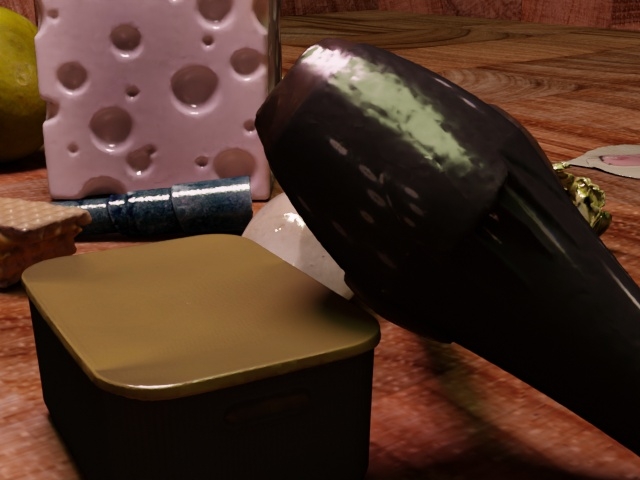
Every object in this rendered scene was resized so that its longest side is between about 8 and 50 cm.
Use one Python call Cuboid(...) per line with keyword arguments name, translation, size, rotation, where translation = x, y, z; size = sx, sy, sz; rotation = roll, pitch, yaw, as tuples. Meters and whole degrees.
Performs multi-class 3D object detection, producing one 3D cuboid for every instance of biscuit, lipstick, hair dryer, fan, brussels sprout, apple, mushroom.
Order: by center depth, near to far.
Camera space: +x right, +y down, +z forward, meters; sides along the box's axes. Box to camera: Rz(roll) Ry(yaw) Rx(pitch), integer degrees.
Cuboid(name="hair dryer", translation=(0.098, 0.028, 0.606), size=(0.303, 0.120, 0.359), rotation=(39, -4, 3))
Cuboid(name="mushroom", translation=(0.000, -0.002, 0.758), size=(0.097, 0.088, 0.212), rotation=(-10, 9, 20))
Cuboid(name="biscuit", translation=(-0.374, -0.018, 0.873), size=(0.378, 0.054, 0.094), rotation=(8, 18, 25))
Cuboid(name="brussels sprout", translation=(0.217, -0.028, 0.879), size=(0.085, 0.085, 0.058), rotation=(14, 19, 38))
Cuboid(name="lipstick", translation=(-0.179, -0.028, 0.910), size=(0.234, 0.053, 0.053), rotation=(-3, 18, -5))
Cuboid(name="apple", translation=(-0.397, -0.183, 1.197), size=(0.157, 0.196, 0.196), rotation=(25, 5, -27))
Cuboid(name="fan", translation=(0.338, -0.098, 1.198), size=(0.310, 0.010, 0.182), rotation=(1, 18, 2))

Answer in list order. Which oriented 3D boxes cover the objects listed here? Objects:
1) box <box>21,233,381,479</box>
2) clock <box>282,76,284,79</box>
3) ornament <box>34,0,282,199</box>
Cuboid(name="box", translation=(-0.070, 0.070, 0.530), size=(0.144, 0.090, 0.201), rotation=(-9, 20, -28))
Cuboid(name="clock", translation=(-0.060, -0.193, 1.435), size=(0.237, 0.057, 0.237), rotation=(1, 19, 0))
Cuboid(name="ornament", translation=(-0.168, -0.189, 1.112), size=(0.239, 0.240, 0.239), rotation=(0, 16, 1))
